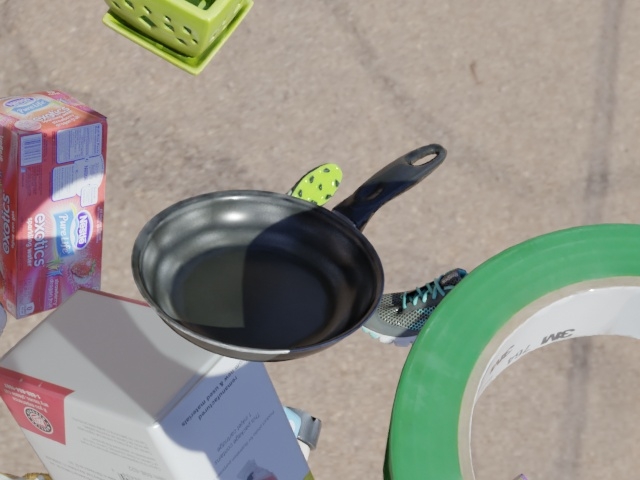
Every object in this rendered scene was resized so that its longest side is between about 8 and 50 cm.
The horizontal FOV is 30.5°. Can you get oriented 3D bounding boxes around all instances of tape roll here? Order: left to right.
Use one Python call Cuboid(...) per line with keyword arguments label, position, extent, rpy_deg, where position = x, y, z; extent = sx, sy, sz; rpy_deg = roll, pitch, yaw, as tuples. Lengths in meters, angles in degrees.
Cuboid(label="tape roll", position=(0.201, 0.144, 0.740), extent=(0.321, 0.077, 0.321), rpy_deg=(1, 59, -2))

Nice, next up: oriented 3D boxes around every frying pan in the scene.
Cuboid(label="frying pan", position=(-0.029, -0.008, 0.967), extent=(0.197, 0.053, 0.326), rpy_deg=(17, 37, 10))

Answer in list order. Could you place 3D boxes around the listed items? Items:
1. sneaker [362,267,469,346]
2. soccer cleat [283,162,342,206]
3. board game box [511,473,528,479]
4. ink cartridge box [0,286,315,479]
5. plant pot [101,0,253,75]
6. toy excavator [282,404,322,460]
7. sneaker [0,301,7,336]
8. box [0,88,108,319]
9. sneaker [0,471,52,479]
Cuboid(label="sneaker", position=(0.114, 0.056, 1.103), extent=(0.065, 0.166, 0.076), rpy_deg=(-87, 178, -56))
Cuboid(label="soccer cleat", position=(-0.042, -0.057, 1.806), extent=(0.179, 0.072, 0.060), rpy_deg=(-44, 116, -13))
Cuboid(label="board game box", position=(0.192, 0.302, 0.925), extent=(0.208, 0.056, 0.347), rpy_deg=(55, 11, 11))
Cuboid(label="ink cartridge box", position=(-0.161, 0.264, 1.329), extent=(0.160, 0.279, 0.384), rpy_deg=(-47, 130, -35))
Cuboid(label="plant pot", position=(-0.231, -0.427, 1.963), extent=(0.228, 0.207, 0.227), rpy_deg=(29, 61, 6))
Cuboid(label="toy excavator", position=(-0.178, 0.344, 2.067), extent=(0.445, 0.433, 0.222), rpy_deg=(37, 60, -38))
Cuboid(label="sneaker", position=(-0.490, 0.194, 1.454), extent=(0.111, 0.297, 0.129), rpy_deg=(23, 23, -4))
Cuboid(label="box", position=(-0.419, -0.057, 1.744), extent=(0.154, 0.142, 0.300), rpy_deg=(-17, 126, -39))
Cuboid(label="sneaker", position=(-0.434, 0.391, 1.639), extent=(0.112, 0.296, 0.131), rpy_deg=(25, 66, -45))
